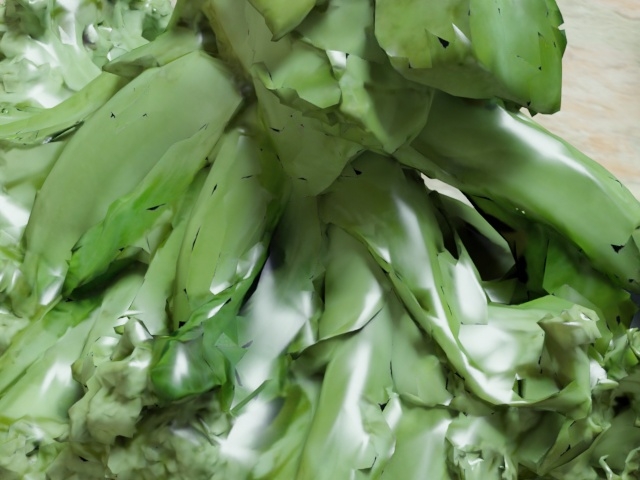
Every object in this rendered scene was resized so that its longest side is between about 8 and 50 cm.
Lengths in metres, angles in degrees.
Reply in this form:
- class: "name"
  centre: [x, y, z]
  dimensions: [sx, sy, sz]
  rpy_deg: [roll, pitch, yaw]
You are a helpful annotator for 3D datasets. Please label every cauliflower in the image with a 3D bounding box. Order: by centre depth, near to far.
- class: "cauliflower"
  centre: [0.000, 0.000, 0.474]
  dimensions: [0.275, 0.250, 0.272]
  rpy_deg: [11, 33, -6]

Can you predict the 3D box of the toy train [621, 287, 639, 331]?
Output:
- class: "toy train"
  centre: [0.113, 0.042, 0.656]
  dimensions: [0.251, 0.048, 0.055]
  rpy_deg: [25, 39, 17]
